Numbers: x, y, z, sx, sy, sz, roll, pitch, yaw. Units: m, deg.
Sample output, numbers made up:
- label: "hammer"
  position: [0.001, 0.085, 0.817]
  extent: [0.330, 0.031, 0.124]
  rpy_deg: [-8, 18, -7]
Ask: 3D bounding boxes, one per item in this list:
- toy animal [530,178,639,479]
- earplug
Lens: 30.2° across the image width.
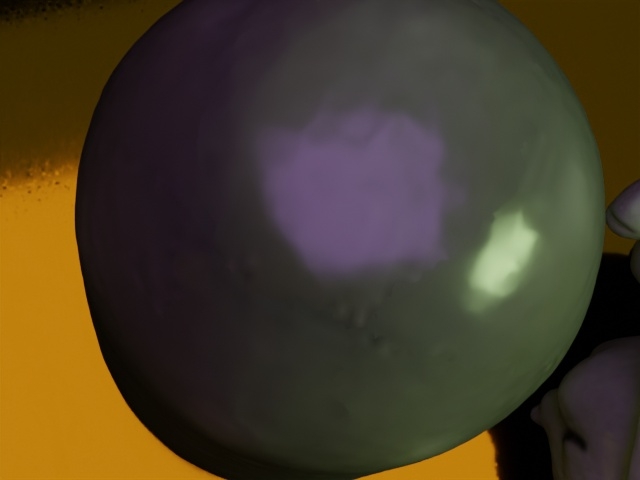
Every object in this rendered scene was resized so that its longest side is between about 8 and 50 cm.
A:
- label: "toy animal"
  position: [0.268, 0.107, 0.839]
  extent: [0.206, 0.271, 0.265]
  rpy_deg: [26, 88, 25]
- label: "earplug"
  position: [0.000, 0.000, 0.737]
  extent: [0.312, 0.394, 0.313]
  rpy_deg: [1, 79, -6]
